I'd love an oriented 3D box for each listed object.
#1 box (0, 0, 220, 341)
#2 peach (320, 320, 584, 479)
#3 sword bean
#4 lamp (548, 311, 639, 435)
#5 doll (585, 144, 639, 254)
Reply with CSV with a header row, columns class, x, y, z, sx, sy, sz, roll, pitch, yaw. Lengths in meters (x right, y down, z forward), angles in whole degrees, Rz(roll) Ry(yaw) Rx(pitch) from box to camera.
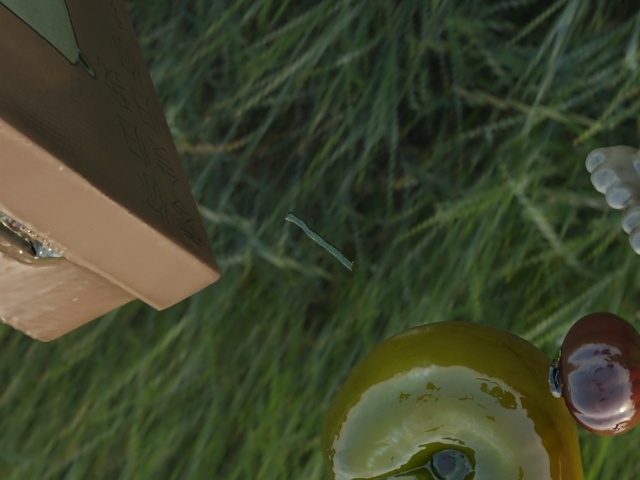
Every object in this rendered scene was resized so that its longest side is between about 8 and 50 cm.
class,x,y,z,sx,sy,sz,roll,pitch,yaw
box,-0.146,-0.085,0.735,0.086,0.215,0.215,-25,156,11
peach,0.123,0.198,1.711,0.251,0.153,0.251,2,98,17
sword bean,0.000,0.000,1.755,0.083,0.012,0.012,40,134,8
lamp,0.231,0.108,1.479,0.090,0.101,0.101,-5,126,15
doll,0.267,-0.088,1.019,0.154,0.119,0.278,54,125,27
